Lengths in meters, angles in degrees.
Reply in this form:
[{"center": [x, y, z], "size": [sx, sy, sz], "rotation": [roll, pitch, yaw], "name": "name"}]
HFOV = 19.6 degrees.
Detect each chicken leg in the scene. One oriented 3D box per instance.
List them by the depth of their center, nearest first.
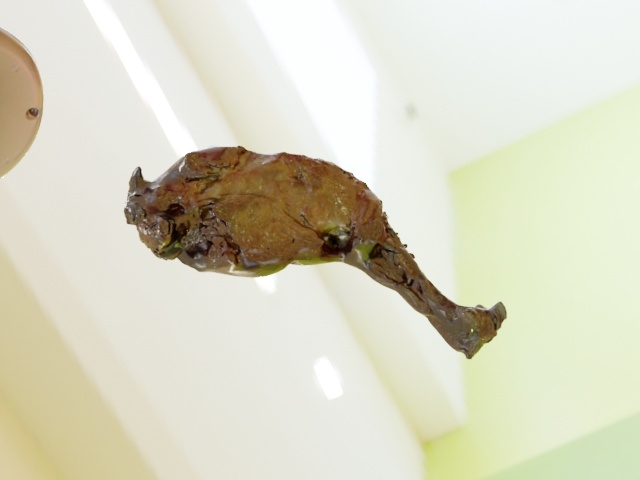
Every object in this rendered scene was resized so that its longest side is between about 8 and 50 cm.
[{"center": [0.000, 0.000, 1.176], "size": [0.051, 0.253, 0.106], "rotation": [118, 168, -52], "name": "chicken leg"}]

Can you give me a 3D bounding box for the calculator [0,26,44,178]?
[{"center": [-0.201, -0.056, 0.806], "size": [0.024, 0.166, 0.103], "rotation": [53, 140, 48], "name": "calculator"}]
